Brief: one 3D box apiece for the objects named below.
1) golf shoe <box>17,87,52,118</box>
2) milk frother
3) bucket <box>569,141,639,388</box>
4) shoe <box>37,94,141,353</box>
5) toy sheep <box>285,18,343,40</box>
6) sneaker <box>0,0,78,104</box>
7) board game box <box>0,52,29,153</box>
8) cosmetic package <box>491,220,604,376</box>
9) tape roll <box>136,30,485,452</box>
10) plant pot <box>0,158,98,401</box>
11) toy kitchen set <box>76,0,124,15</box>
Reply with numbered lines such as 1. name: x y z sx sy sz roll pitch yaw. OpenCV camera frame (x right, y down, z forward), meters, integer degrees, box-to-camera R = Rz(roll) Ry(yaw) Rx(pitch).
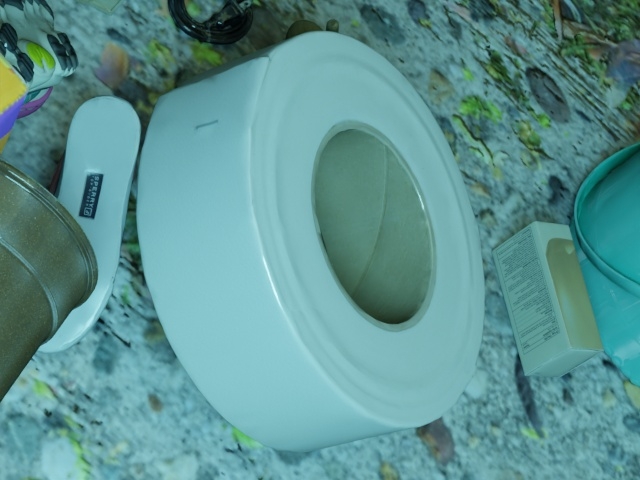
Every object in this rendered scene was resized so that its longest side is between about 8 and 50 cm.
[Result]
1. golf shoe: -0.273 -0.223 1.195 0.306 0.140 0.115 53 43 0
2. milk frother: -0.082 -0.237 1.355 0.143 0.135 0.129 42 76 -6
3. bucket: 0.358 0.009 1.518 0.281 0.183 0.281 20 52 -28
4. shoe: -0.161 -0.008 1.202 0.063 0.081 0.178 15 83 -3
5. toy sheep: 0.011 -0.118 1.389 0.091 0.091 0.132 -9 64 -41
6. sneaker: -0.228 -0.101 1.048 0.107 0.110 0.275 55 10 5
7. board game box: -0.391 -0.044 0.751 0.356 0.356 0.356 -42 93 -19
8. cosmetic package: 0.184 0.048 1.442 0.041 0.060 0.115 6 62 -36
9. tape roll: 0.000 0.000 1.236 0.286 0.100 0.286 27 55 -47
10. plant pot: -0.241 0.050 1.042 0.167 0.167 0.165 36 54 -15
11. toy kitchen set: -0.171 -0.229 1.328 0.083 0.068 0.075 26 50 -24
